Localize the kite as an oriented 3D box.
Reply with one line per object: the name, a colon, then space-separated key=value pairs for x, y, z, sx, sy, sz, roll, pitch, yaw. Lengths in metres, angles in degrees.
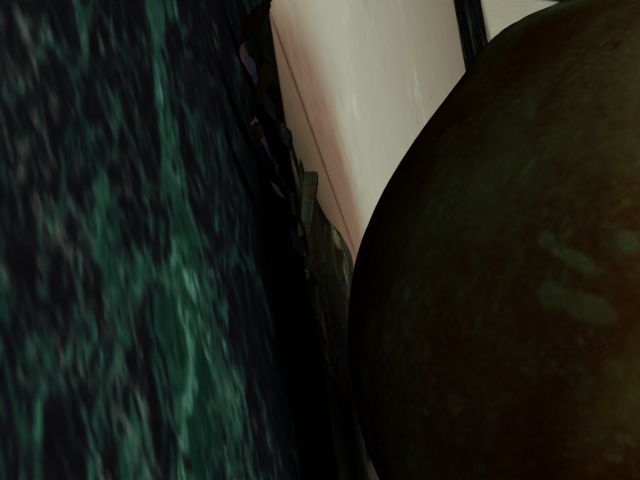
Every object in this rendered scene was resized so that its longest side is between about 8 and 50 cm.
kite: x=-0.003 y=0.001 z=0.732 sx=0.229 sy=0.016 sz=0.127 roll=74 pitch=7 yaw=-52

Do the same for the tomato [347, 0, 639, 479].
tomato: x=0.127 y=0.017 z=0.710 sx=0.222 sy=0.270 sz=0.270 roll=54 pitch=13 yaw=-9
